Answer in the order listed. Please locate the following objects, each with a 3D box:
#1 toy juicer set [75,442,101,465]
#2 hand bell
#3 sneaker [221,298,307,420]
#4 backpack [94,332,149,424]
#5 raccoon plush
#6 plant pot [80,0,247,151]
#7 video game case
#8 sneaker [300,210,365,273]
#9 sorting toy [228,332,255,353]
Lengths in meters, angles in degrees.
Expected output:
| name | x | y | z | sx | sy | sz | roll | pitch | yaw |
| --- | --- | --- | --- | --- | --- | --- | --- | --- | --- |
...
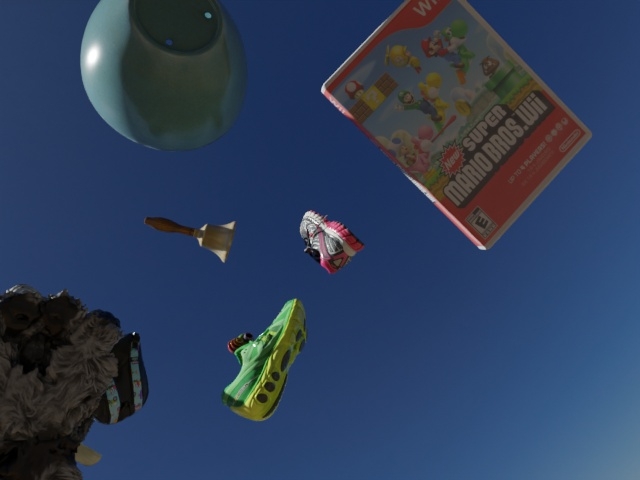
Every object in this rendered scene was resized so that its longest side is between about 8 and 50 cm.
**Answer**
| name | x | y | z | sx | sy | sz | roll | pitch | yaw |
| --- | --- | --- | --- | --- | --- | --- | --- | --- | --- |
| toy juicer set | -0.563 | 0.396 | 0.695 | 0.329 | 0.089 | 0.209 | -38 | -77 | -52 |
| hand bell | -0.374 | -0.028 | 1.226 | 0.242 | 0.126 | 0.126 | 16 | -67 | -14 |
| sneaker | -0.110 | 0.222 | 0.887 | 0.295 | 0.124 | 0.109 | -60 | -32 | -51 |
| backpack | -0.465 | 0.306 | 0.943 | 0.117 | 0.173 | 0.158 | -16 | -1 | 30 |
| raccoon plush | -0.466 | 0.270 | 0.636 | 0.216 | 0.446 | 0.299 | 21 | -35 | -32 |
| plant pot | -0.250 | -0.321 | 0.725 | 0.290 | 0.195 | 0.290 | 4 | -99 | -22 |
| video game case | 0.172 | -0.158 | 0.534 | 0.285 | 0.025 | 0.204 | 43 | -93 | -4 |
| sneaker | 0.000 | 0.000 | 1.155 | 0.121 | 0.299 | 0.112 | 43 | -96 | -20 |
| sorting toy | -0.212 | 0.283 | 1.208 | 0.042 | 0.061 | 0.102 | -62 | -15 | 24 |
